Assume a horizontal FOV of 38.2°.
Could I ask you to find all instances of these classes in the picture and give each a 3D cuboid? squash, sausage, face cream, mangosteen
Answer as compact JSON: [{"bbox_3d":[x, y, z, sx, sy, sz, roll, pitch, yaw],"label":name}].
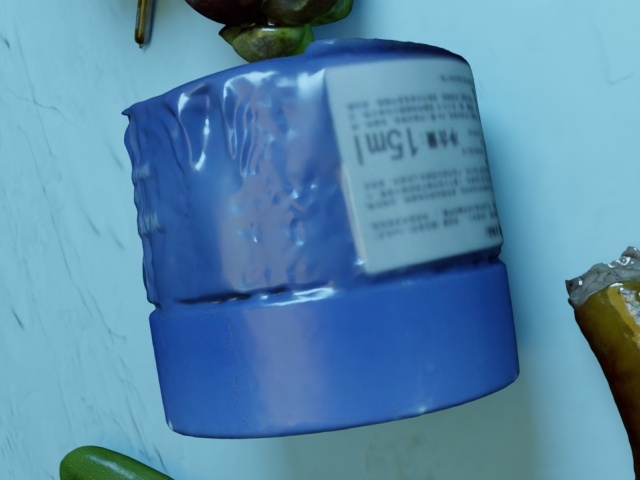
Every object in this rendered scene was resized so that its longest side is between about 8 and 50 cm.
[{"bbox_3d":[-0.149,0.258,0.870,0.252,0.066,0.066,21,107,29],"label":"squash"},{"bbox_3d":[-0.159,-0.226,0.848,0.015,0.015,0.100,16,105,30],"label":"sausage"},{"bbox_3d":[0.000,0.000,0.640,0.249,0.249,0.225,-9,87,33],"label":"face cream"},{"bbox_3d":[0.232,0.154,0.613,0.102,0.076,0.302,-10,89,40],"label":"sausage"},{"bbox_3d":[-0.028,-0.210,0.707,0.146,0.156,0.181,-45,101,2],"label":"mangosteen"}]
